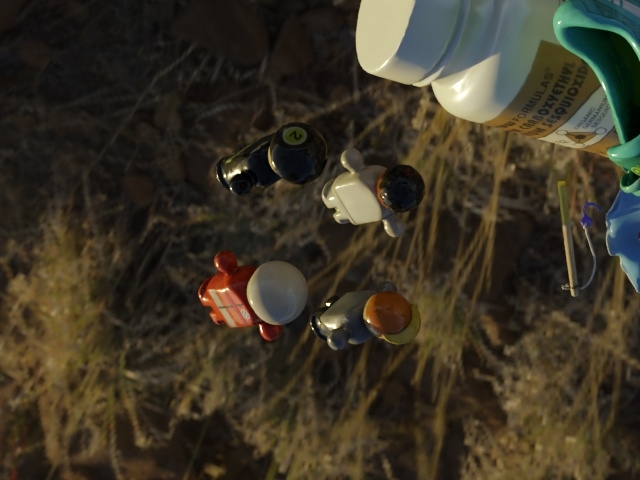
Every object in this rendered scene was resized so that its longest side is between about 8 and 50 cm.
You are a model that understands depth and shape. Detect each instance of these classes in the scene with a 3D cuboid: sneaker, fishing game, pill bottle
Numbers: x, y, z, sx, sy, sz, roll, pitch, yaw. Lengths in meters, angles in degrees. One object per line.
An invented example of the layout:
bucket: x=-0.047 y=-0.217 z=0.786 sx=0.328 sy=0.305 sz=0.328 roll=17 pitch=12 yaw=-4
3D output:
sneaker: x=0.236 y=-0.048 z=0.847 sx=0.275 sy=0.110 sz=0.107 roll=63 pitch=158 yaw=7
fishing game: x=0.326 y=0.006 z=1.098 sx=0.264 sy=0.041 sz=0.189 roll=6 pitch=137 yaw=18
pill bottle: x=0.150 y=-0.146 z=0.989 sx=0.229 sy=0.131 sz=0.131 roll=12 pitch=136 yaw=-21

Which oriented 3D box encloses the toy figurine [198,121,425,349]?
toy figurine: x=0.000 y=0.000 z=1.319 sx=0.209 sy=0.213 sz=0.148 roll=15 pitch=166 yaw=-30
